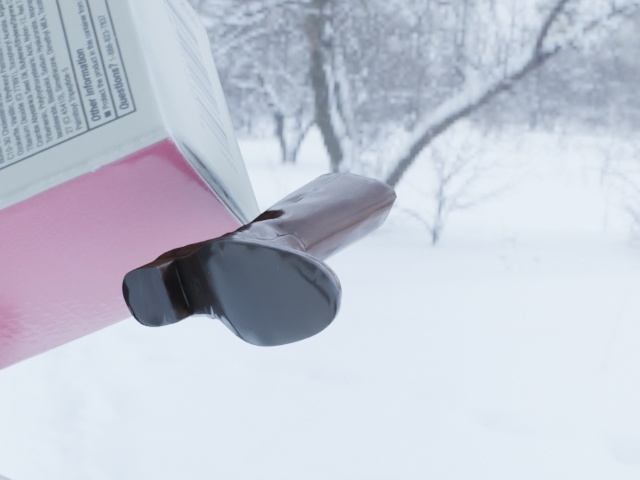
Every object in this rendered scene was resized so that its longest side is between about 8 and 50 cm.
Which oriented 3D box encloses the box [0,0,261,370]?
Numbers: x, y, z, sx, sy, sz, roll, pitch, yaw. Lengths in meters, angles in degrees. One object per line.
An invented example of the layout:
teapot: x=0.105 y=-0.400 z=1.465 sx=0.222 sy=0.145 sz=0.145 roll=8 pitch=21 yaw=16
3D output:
box: x=-0.161 y=-0.031 z=0.517 sx=0.232 sy=0.148 sz=0.127 roll=-22 pitch=-28 yaw=8

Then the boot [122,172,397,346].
boot: x=0.000 y=0.000 z=0.429 sx=0.106 sy=0.037 sz=0.114 roll=2 pitch=19 yaw=44

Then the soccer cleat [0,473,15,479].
soccer cleat: x=-0.285 y=0.121 z=0.616 sx=0.331 sy=0.116 sz=0.143 roll=-2 pitch=42 yaw=10
